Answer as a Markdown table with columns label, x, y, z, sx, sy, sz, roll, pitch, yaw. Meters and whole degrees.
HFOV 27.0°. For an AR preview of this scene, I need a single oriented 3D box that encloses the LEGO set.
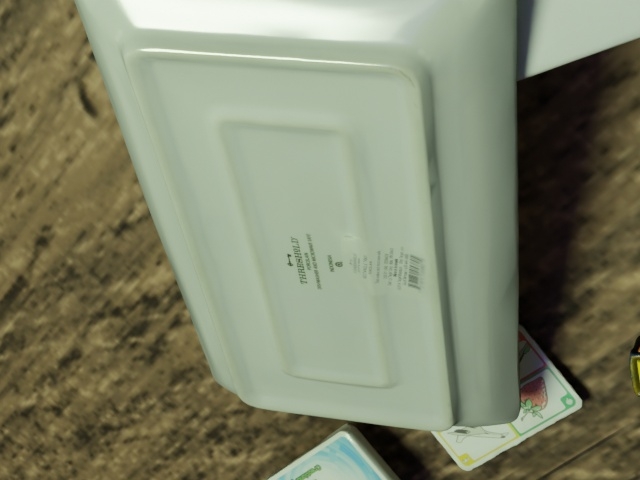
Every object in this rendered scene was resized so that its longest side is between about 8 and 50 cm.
| label | x | y | z | sx | sy | sz | roll | pitch | yaw |
| --- | --- | --- | --- | --- | --- | --- | --- | --- | --- |
| LEGO set | 0.094 | 0.143 | 0.613 | 0.244 | 0.060 | 0.182 | -38 | 93 | 34 |

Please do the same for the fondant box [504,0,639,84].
| label | x | y | z | sx | sy | sz | roll | pitch | yaw |
| --- | --- | --- | --- | --- | --- | --- | --- | --- | --- |
| fondant box | 0.044 | -0.174 | 0.405 | 0.330 | 0.096 | 0.238 | -16 | 114 | 38 |

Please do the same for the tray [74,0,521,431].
| label | x | y | z | sx | sy | sz | roll | pitch | yaw |
| --- | --- | --- | --- | --- | --- | --- | --- | --- | --- |
| tray | 0.000 | 0.000 | 0.493 | 0.145 | 0.030 | 0.270 | 5 | 144 | 13 |
